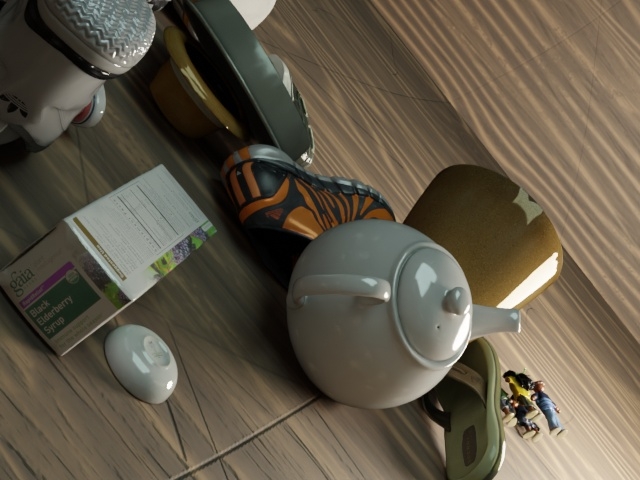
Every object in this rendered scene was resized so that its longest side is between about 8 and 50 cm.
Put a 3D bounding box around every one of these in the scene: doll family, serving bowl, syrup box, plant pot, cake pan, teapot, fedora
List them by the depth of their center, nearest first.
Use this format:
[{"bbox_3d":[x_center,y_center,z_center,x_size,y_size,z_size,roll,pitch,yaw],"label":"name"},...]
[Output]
[{"bbox_3d":[-0.163,0.111,0.991,0.083,0.027,0.083,44,20,-21],"label":"serving bowl"},{"bbox_3d":[-0.194,0.011,0.995,0.096,0.093,0.237,51,19,-5],"label":"syrup box"},{"bbox_3d":[0.093,0.082,1.264,0.256,0.187,0.252,-47,114,-40],"label":"teapot"},{"bbox_3d":[-0.173,-0.196,1.420,0.194,0.079,0.194,54,11,-16],"label":"fedora"},{"bbox_3d":[-0.101,-0.228,1.507,0.293,0.054,0.293,59,-4,7],"label":"cake pan"},{"bbox_3d":[0.181,0.059,1.515,0.237,0.237,0.254,50,60,-7],"label":"plant pot"},{"bbox_3d":[0.353,0.276,1.810,0.193,0.076,0.111,41,17,-42],"label":"doll family"}]

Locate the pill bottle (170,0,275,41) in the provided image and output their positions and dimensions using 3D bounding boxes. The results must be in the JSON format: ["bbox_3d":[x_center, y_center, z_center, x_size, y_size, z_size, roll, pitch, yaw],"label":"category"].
[{"bbox_3d":[-0.202,-0.469,1.705,0.278,0.162,0.162,58,20,14],"label":"pill bottle"}]

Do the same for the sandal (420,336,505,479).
[{"bbox_3d":[0.193,0.221,1.484,0.086,0.120,0.303,30,26,-18],"label":"sandal"}]

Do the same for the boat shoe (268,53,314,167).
[{"bbox_3d":[-0.061,-0.208,1.711,0.070,0.078,0.219,30,37,-46],"label":"boat shoe"}]

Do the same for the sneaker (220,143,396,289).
[{"bbox_3d":[0.000,0.000,1.447,0.321,0.124,0.180,18,42,-41],"label":"sneaker"}]

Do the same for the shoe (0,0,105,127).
[{"bbox_3d":[-0.307,-0.198,1.156,0.081,0.063,0.178,15,36,-58],"label":"shoe"}]

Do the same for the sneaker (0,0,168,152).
[{"bbox_3d":[-0.262,-0.222,1.066,0.137,0.210,0.366,44,22,-23],"label":"sneaker"}]
